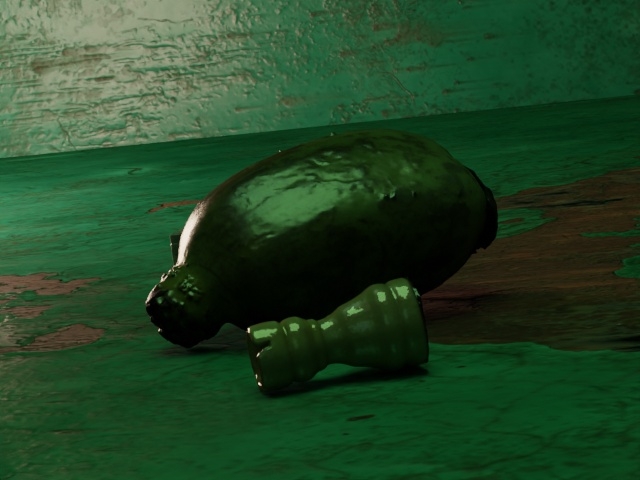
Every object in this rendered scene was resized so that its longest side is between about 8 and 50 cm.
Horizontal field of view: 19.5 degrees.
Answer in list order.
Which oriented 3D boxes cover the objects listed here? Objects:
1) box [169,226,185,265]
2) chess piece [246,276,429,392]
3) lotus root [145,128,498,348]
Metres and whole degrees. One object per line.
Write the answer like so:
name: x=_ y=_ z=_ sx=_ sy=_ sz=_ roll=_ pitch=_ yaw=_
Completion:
box: x=-0.117 y=-0.002 z=1.971 sx=0.051 sy=0.036 sz=0.117 roll=-5 pitch=9 yaw=15
chess piece: x=0.010 y=0.069 z=1.320 sx=0.122 sy=0.066 sz=0.066 roll=-12 pitch=9 yaw=-11
lotus root: x=0.000 y=0.000 z=1.530 sx=0.309 sy=0.173 sz=0.173 roll=-19 pitch=13 yaw=-26
